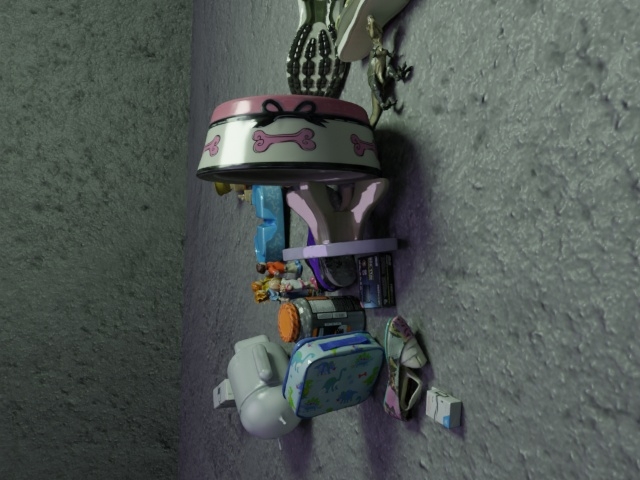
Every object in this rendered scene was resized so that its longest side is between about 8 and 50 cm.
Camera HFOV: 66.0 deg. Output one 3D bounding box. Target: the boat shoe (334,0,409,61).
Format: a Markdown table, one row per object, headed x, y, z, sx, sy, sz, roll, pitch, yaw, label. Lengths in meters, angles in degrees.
| x | y | z | sx | sy | sz | roll | pitch | yaw | label |
| --- | --- | --- | --- | --- | --- | --- | --- | --- | --- |
| 0.111 | -0.518 | 1.077 | 0.305 | 0.109 | 0.091 | 141 | 120 | -62 | boat shoe |

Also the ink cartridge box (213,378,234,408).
| x | y | z | sx | sy | sz | roll | pitch | yaw | label |
| --- | --- | --- | --- | --- | --- | --- | --- | --- | --- |
| -0.323 | 0.588 | 1.902 | 0.191 | 0.139 | 0.082 | -50 | 45 | 51 | ink cartridge box |

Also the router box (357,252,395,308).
| x | y | z | sx | sy | sz | roll | pitch | yaw | label |
| --- | --- | --- | --- | --- | --- | --- | --- | --- | --- |
| 0.125 | 0.093 | 1.117 | 0.092 | 0.038 | 0.123 | -18 | 73 | 62 | router box |

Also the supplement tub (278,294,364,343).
| x | y | z | sx | sy | sz | roll | pitch | yaw | label |
| --- | --- | --- | --- | --- | --- | --- | --- | --- | --- |
| 0.001 | 0.194 | 1.197 | 0.117 | 0.190 | 0.117 | 180 | 90 | -64 | supplement tub |

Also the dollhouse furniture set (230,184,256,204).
| x | y | z | sx | sy | sz | roll | pitch | yaw | label |
| --- | --- | --- | --- | --- | --- | --- | --- | --- | --- |
| -0.241 | -0.275 | 1.809 | 0.262 | 0.135 | 0.259 | -144 | 47 | -59 | dollhouse furniture set |

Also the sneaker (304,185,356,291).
| x | y | z | sx | sy | sz | roll | pitch | yaw | label |
| --- | --- | --- | --- | --- | --- | --- | --- | --- | --- |
| -0.001 | 0.000 | 1.302 | 0.146 | 0.102 | 0.293 | 136 | 129 | -56 | sneaker |

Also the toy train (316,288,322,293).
| x | y | z | sx | sy | sz | roll | pitch | yaw | label |
| --- | --- | --- | --- | --- | --- | --- | --- | --- | --- |
| 0.001 | 0.112 | 1.393 | 0.023 | 0.017 | 0.083 | 18 | 107 | 51 | toy train |

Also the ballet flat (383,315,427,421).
| x | y | z | sx | sy | sz | roll | pitch | yaw | label |
| --- | --- | --- | --- | --- | --- | --- | --- | --- | --- |
| 0.173 | 0.263 | 0.997 | 0.079 | 0.077 | 0.222 | 14 | 108 | 44 | ballet flat |

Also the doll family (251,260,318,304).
| x | y | z | sx | sy | sz | roll | pitch | yaw | label |
| --- | --- | --- | --- | --- | --- | --- | --- | --- | --- |
| -0.118 | 0.142 | 1.448 | 0.263 | 0.163 | 0.118 | -145 | 55 | -66 | doll family |

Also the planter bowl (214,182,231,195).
| x | y | z | sx | sy | sz | roll | pitch | yaw | label |
| --- | --- | --- | --- | --- | --- | --- | --- | --- | --- |
| -0.351 | -0.282 | 1.987 | 0.217 | 0.090 | 0.217 | 7 | -90 | -84 | planter bowl |

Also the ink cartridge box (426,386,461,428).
| x | y | z | sx | sy | sz | roll | pitch | yaw | label |
| --- | --- | --- | --- | --- | --- | --- | --- | --- | --- |
| 0.225 | 0.311 | 0.925 | 0.083 | 0.028 | 0.048 | 9 | 97 | 64 | ink cartridge box |

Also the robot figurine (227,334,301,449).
| x | y | z | sx | sy | sz | roll | pitch | yaw | label |
| --- | --- | --- | --- | --- | --- | --- | --- | --- | --- |
| -0.168 | 0.458 | 1.524 | 0.353 | 0.199 | 0.300 | -123 | 21 | -48 | robot figurine |

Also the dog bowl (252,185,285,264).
| x | y | z | sx | sy | sz | roll | pitch | yaw | label |
| --- | --- | --- | --- | --- | --- | --- | --- | --- | --- |
| -0.173 | -0.063 | 1.648 | 0.166 | 0.074 | 0.297 | -161 | 67 | -70 | dog bowl |

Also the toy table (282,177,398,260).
| x | y | z | sx | sy | sz | roll | pitch | yaw | label |
| --- | --- | --- | --- | --- | --- | --- | --- | --- | --- |
| 0.033 | -0.043 | 1.098 | 0.274 | 0.252 | 0.161 | -5 | 88 | 20 | toy table |

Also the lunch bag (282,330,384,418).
| x | y | z | sx | sy | sz | roll | pitch | yaw | label |
| --- | --- | --- | --- | --- | --- | --- | --- | --- | --- |
| 0.032 | 0.292 | 1.103 | 0.090 | 0.219 | 0.176 | 43 | 128 | 48 | lunch bag |

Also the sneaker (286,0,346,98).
| x | y | z | sx | sy | sz | roll | pitch | yaw | label |
| --- | --- | --- | --- | --- | --- | --- | --- | --- | --- |
| 0.005 | -0.560 | 1.318 | 0.182 | 0.158 | 0.410 | -70 | -12 | -72 | sneaker |

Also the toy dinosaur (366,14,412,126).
| x | y | z | sx | sy | sz | roll | pitch | yaw | label |
| --- | --- | --- | --- | --- | --- | --- | --- | --- | --- |
| 0.134 | -0.347 | 1.084 | 0.118 | 0.064 | 0.268 | 44 | 138 | 50 | toy dinosaur |

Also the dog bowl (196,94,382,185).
| x | y | z | sx | sy | sz | roll | pitch | yaw | label |
| --- | --- | --- | --- | --- | --- | --- | --- | --- | --- |
| -0.066 | -0.209 | 1.093 | 0.408 | 0.408 | 0.150 | 4 | 94 | 64 | dog bowl |
